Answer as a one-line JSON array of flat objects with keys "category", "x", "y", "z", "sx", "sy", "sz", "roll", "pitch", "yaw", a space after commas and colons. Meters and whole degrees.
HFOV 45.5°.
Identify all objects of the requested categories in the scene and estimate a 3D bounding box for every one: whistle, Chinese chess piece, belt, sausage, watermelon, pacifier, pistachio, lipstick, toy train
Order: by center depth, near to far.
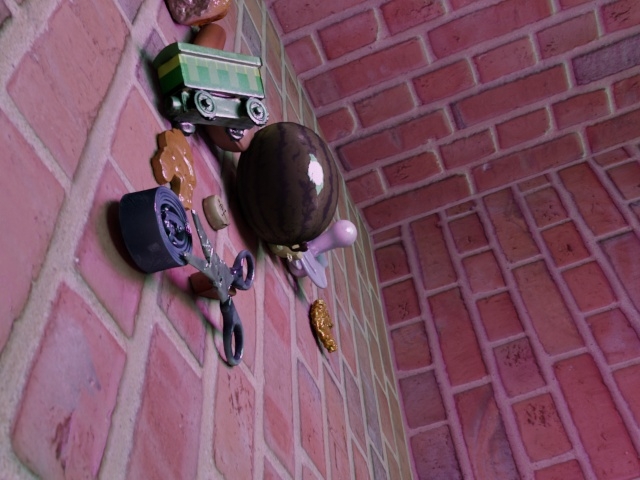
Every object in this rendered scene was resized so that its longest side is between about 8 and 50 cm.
[{"category": "belt", "x": -0.285, "y": -0.017, "z": 1.332, "sx": 0.190, "sy": 0.082, "sz": 0.142, "roll": 48, "pitch": 31, "yaw": -77}, {"category": "lipstick", "x": -0.220, "y": 0.093, "z": 1.579, "sx": 0.145, "sy": 0.045, "sz": 0.045, "roll": 37, "pitch": 34, "yaw": -74}, {"category": "Chinese chess piece", "x": -0.242, "y": -0.066, "z": 1.785, "sx": 0.084, "sy": 0.034, "sz": 0.084, "roll": -21, "pitch": 90, "yaw": -80}, {"category": "toy train", "x": -0.251, "y": -0.350, "z": 1.803, "sx": 0.300, "sy": 0.120, "sz": 0.203, "roll": -4, "pitch": 78, "yaw": -48}, {"category": "pistachio", "x": -0.252, "y": -0.329, "z": 1.965, "sx": 0.226, "sy": 0.135, "sz": 0.136, "roll": 61, "pitch": 13, "yaw": -16}, {"category": "watermelon", "x": -0.088, "y": -0.139, "z": 2.048, "sx": 0.279, "sy": 0.278, "sz": 0.360, "roll": 32, "pitch": 53, "yaw": -74}, {"category": "sausage", "x": -0.316, "y": -0.550, "z": 2.153, "sx": 0.289, "sy": 0.086, "sz": 0.086, "roll": -92, "pitch": 159, "yaw": -62}, {"category": "whistle", "x": -0.113, "y": -0.063, "z": 2.230, "sx": 0.131, "sy": 0.106, "sz": 0.289, "roll": 26, "pitch": 45, "yaw": -49}, {"category": "pacifier", "x": 0.000, "y": 0.000, "z": 2.371, "sx": 0.299, "sy": 0.233, "sz": 0.244, "roll": -92, "pitch": 157, "yaw": -63}]

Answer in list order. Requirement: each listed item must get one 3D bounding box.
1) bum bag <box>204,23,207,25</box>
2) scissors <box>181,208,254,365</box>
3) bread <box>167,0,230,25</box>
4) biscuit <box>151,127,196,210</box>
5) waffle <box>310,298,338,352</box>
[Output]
[{"category": "bum bag", "x": -0.371, "y": -0.731, "z": 2.300, "sx": 0.087, "sy": 0.049, "sz": 0.198, "roll": -17, "pitch": 87, "yaw": -85}, {"category": "scissors", "x": -0.197, "y": 0.076, "z": 1.490, "sx": 0.383, "sy": 0.029, "sz": 0.256, "roll": 69, "pitch": 24, "yaw": -62}, {"category": "bread", "x": -0.331, "y": -0.699, "z": 2.093, "sx": 0.246, "sy": 0.176, "sz": 0.196, "roll": -69, "pitch": 135, "yaw": -73}, {"category": "biscuit", "x": -0.307, "y": -0.163, "z": 1.643, "sx": 0.236, "sy": 0.040, "sz": 0.144, "roll": -91, "pitch": 165, "yaw": -54}, {"category": "waffle", "x": 0.009, "y": 0.269, "z": 2.434, "sx": 0.194, "sy": 0.051, "sz": 0.149, "roll": -87, "pitch": 156, "yaw": -77}]
